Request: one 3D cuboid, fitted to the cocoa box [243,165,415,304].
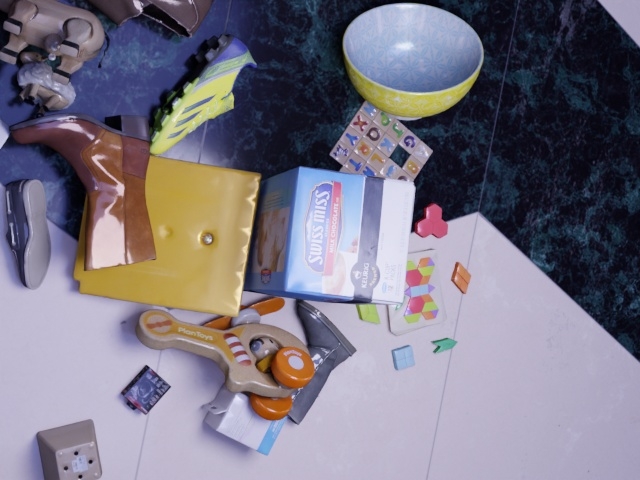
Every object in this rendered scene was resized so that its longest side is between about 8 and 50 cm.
[{"bbox_3d":[0.000,0.000,1.882,0.228,0.347,0.231,8,85,-18],"label":"cocoa box"}]

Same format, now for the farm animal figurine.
[{"bbox_3d":[-0.507,-0.411,1.699,0.327,0.330,0.172,34,42,-21],"label":"farm animal figurine"}]

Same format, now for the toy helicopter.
[{"bbox_3d":[-0.185,0.194,1.926,0.355,0.235,0.140,17,130,-17],"label":"toy helicopter"}]

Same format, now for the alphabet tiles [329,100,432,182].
[{"bbox_3d":[0.112,-0.158,2.122,0.198,0.009,0.237,38,78,-21],"label":"alphabet tiles"}]

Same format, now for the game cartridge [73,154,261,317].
[{"bbox_3d":[-0.293,-0.015,1.885,0.324,0.053,0.285,10,89,-5],"label":"game cartridge"}]

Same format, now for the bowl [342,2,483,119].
[{"bbox_3d":[0.185,-0.345,2.045,0.290,0.289,0.156,-24,145,-21],"label":"bowl"}]

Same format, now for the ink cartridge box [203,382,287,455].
[{"bbox_3d":[-0.160,0.357,1.988,0.143,0.092,0.089,32,80,-23],"label":"ink cartridge box"}]

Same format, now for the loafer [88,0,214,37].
[{"bbox_3d":[-0.368,-0.466,1.821,0.366,0.134,0.130,11,88,-24],"label":"loafer"}]

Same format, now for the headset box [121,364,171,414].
[{"bbox_3d":[-0.346,0.297,1.935,0.062,0.032,0.083,46,76,-19],"label":"headset box"}]

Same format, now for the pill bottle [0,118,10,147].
[{"bbox_3d":[-0.688,-0.219,1.681,0.283,0.161,0.161,36,79,-21],"label":"pill bottle"}]

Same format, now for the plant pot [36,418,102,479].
[{"bbox_3d":[-0.466,0.411,1.854,0.109,0.096,0.108,-11,98,-22],"label":"plant pot"}]

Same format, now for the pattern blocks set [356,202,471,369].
[{"bbox_3d":[0.209,0.109,2.172,0.286,0.026,0.324,-25,103,-20],"label":"pattern blocks set"}]

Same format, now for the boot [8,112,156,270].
[{"bbox_3d":[-0.424,-0.086,1.771,0.264,0.096,0.280,-3,93,-43],"label":"boot"}]

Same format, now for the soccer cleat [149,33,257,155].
[{"bbox_3d":[-0.229,-0.270,1.920,0.121,0.093,0.289,41,78,-28],"label":"soccer cleat"}]

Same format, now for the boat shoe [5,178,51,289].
[{"bbox_3d":[-0.548,-0.012,1.824,0.065,0.075,0.206,4,100,19],"label":"boat shoe"}]

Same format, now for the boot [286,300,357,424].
[{"bbox_3d":[-0.043,0.253,2.053,0.208,0.076,0.189,-45,107,-8],"label":"boot"}]
